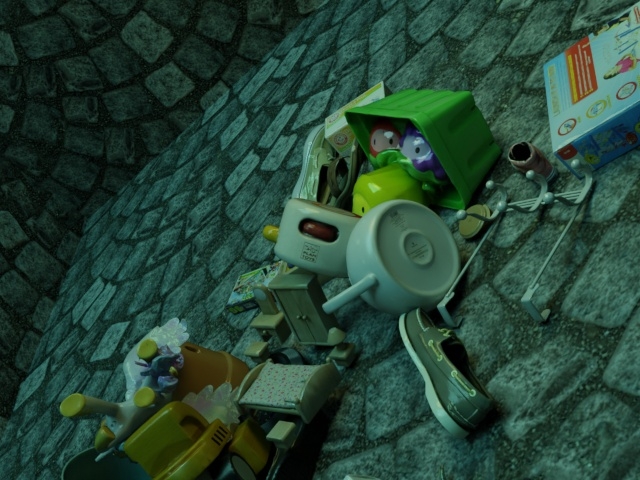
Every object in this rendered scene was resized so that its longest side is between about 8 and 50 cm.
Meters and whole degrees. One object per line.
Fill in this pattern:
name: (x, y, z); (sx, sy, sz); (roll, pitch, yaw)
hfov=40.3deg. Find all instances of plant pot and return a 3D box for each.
plant pot: (-0.346, 0.376, 2.173); (0.291, 0.203, 0.291); (-39, 28, 26)
plant pot: (-0.443, 0.616, 1.987); (0.290, 0.290, 0.196); (-137, 52, -64)

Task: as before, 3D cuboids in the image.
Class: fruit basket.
fruit basket: (0.176, -0.159, 1.984); (0.392, 0.283, 0.392); (-27, 23, 12)

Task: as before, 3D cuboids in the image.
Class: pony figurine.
pony figurine: (-0.371, 0.342, 1.899); (0.351, 0.303, 0.363); (-38, -18, -17)

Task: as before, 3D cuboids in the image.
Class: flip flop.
flip flop: (0.052, -0.163, 2.245); (0.277, 0.080, 0.112); (115, 175, -58)

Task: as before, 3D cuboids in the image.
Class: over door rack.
over door rack: (0.353, -0.003, 1.633); (0.239, 0.108, 0.324); (-11, 46, 55)

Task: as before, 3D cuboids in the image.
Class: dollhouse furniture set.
dollhouse furniture set: (-0.120, 0.243, 1.860); (0.303, 0.174, 0.355); (-3, 33, 39)

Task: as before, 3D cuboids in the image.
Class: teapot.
teapot: (0.143, 0.054, 1.769); (0.187, 0.256, 0.253); (-38, 39, 50)

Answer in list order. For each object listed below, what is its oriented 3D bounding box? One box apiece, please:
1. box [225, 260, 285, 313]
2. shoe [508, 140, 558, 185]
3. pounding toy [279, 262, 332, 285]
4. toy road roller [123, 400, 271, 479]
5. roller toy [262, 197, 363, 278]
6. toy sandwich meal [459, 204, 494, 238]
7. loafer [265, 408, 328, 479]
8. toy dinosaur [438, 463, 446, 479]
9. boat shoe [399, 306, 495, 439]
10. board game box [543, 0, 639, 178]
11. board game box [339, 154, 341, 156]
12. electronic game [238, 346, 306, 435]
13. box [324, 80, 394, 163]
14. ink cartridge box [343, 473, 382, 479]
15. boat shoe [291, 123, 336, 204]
box: (-0.172, 0.130, 2.399); (0.207, 0.036, 0.114); (-21, 39, 47)
shoe: (0.416, -0.176, 1.784); (0.063, 0.081, 0.178); (-46, 26, 11)
pounding toy: (-0.046, 0.041, 2.244); (0.206, 0.094, 0.181); (-32, 32, 34)
toy road roller: (-0.255, 0.439, 1.784); (0.202, 0.241, 0.329); (-40, 0, 7)
roller toy: (0.000, 0.000, 1.876); (0.191, 0.209, 0.146); (25, 101, 54)
toy sandwich meal: (0.324, -0.039, 1.820); (0.085, 0.029, 0.086); (-42, 34, 37)
loafer: (-0.055, 0.440, 1.767); (0.078, 0.080, 0.220); (-26, 25, 49)
toy dinosaur: (0.196, 0.465, 1.340); (0.118, 0.064, 0.268); (-45, 21, 6)
boat shoe: (0.224, 0.217, 1.561); (0.091, 0.109, 0.305); (-43, 33, 16)
board game box: (0.586, -0.310, 1.676); (0.302, 0.086, 0.308); (-33, 31, 34)
board game box: (0.094, -0.267, 2.503); (0.090, 0.020, 0.090); (-31, 32, 35)
electronic game: (-0.113, 0.351, 2.000); (0.229, 0.048, 0.229); (-37, 35, 31)
box: (0.122, -0.322, 2.395); (0.203, 0.114, 0.103); (-31, 32, 23)
ink cartridge box: (0.080, 0.594, 1.296); (0.308, 0.091, 0.385); (-58, 41, 14)
boat shoe: (0.004, -0.204, 2.499); (0.094, 0.109, 0.302); (-6, 58, 37)
